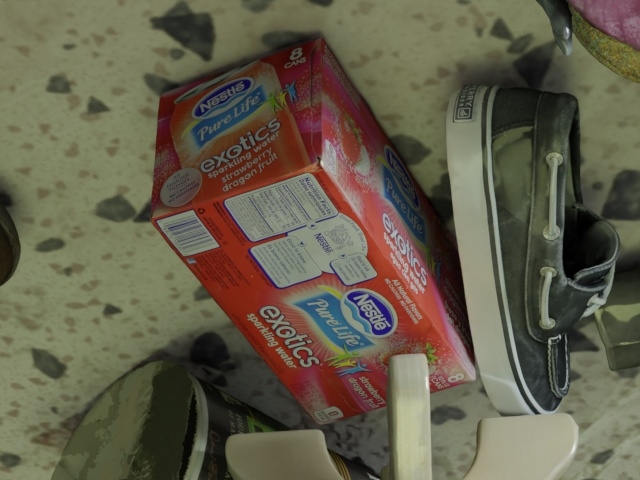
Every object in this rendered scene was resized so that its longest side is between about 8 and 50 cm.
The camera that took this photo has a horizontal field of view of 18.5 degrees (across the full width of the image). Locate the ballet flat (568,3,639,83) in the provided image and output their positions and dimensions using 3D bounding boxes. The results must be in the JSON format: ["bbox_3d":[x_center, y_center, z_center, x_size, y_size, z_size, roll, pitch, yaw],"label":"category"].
[{"bbox_3d":[0.309,-0.112,1.254,0.348,0.123,0.123,19,134,-21],"label":"ballet flat"}]

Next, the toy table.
[{"bbox_3d":[0.067,0.206,1.389,0.274,0.161,0.252,3,149,-11],"label":"toy table"}]

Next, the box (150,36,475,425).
[{"bbox_3d":[0.000,0.000,1.353,0.128,0.123,0.257,-18,136,20],"label":"box"}]

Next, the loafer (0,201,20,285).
[{"bbox_3d":[-0.386,-0.011,1.334,0.365,0.130,0.134,17,135,-18],"label":"loafer"}]

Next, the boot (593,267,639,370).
[{"bbox_3d":[0.298,0.021,1.428,0.208,0.076,0.190,-3,136,13],"label":"boot"}]

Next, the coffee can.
[{"bbox_3d":[-0.057,0.243,1.564,0.275,0.202,0.201,31,129,-30],"label":"coffee can"}]

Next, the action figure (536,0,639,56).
[{"bbox_3d":[0.248,-0.261,1.024,0.370,0.276,0.248,-29,150,14],"label":"action figure"}]

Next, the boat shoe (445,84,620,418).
[{"bbox_3d":[0.160,0.016,1.377,0.102,0.108,0.301,0,130,17],"label":"boat shoe"}]
